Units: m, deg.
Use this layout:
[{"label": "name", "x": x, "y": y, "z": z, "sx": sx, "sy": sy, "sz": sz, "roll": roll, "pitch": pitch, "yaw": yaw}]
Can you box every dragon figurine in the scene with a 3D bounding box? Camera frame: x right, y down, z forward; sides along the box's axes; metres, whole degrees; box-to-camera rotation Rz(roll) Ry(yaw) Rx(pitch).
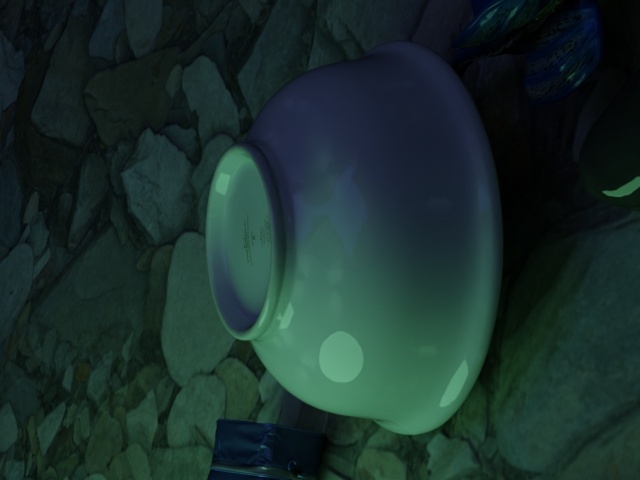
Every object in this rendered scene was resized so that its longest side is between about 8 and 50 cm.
[{"label": "dragon figurine", "x": 0.147, "y": -0.152, "z": 0.847, "sx": 0.289, "sy": 0.085, "sz": 0.144, "roll": -44, "pitch": 19, "yaw": 39}]

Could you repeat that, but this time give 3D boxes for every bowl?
[{"label": "bowl", "x": 0.000, "y": 0.000, "z": 0.913, "sx": 0.298, "sy": 0.134, "sz": 0.298, "roll": 178, "pitch": 90, "yaw": -66}]

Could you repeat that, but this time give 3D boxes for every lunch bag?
[{"label": "lunch bag", "x": -0.044, "y": 0.185, "z": 1.027, "sx": 0.098, "sy": 0.067, "sz": 0.065, "roll": -5, "pitch": 73, "yaw": 51}]

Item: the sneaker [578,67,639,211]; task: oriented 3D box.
[{"label": "sneaker", "x": 0.243, "y": -0.124, "z": 0.717, "sx": 0.286, "sy": 0.130, "sz": 0.109, "roll": -46, "pitch": 46, "yaw": 35}]
